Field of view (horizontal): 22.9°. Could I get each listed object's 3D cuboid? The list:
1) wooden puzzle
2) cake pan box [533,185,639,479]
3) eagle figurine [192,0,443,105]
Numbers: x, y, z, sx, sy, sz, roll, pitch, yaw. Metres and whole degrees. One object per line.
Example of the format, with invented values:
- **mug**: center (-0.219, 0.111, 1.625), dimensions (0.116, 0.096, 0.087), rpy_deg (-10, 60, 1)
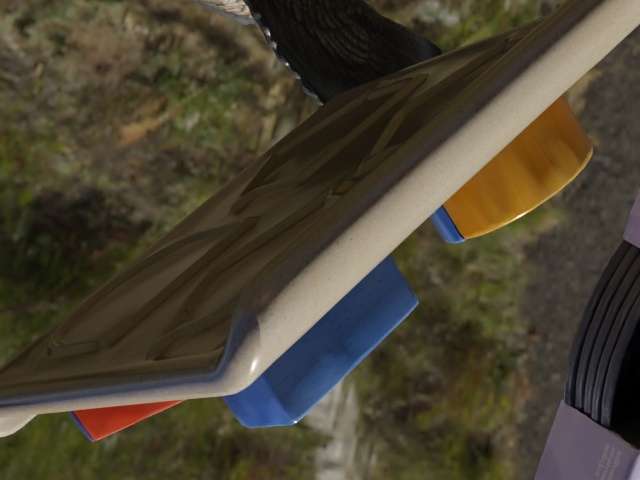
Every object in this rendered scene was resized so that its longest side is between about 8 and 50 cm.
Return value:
- **wooden puzzle**: center (0.000, 0.000, 0.818), dimensions (0.080, 0.322, 0.348), rpy_deg (54, 148, -9)
- **cake pan box**: center (0.257, 0.050, 0.954), dimensions (0.267, 0.246, 0.070), rpy_deg (-7, -151, -43)
- **eagle figurine**: center (-0.029, -0.208, 1.126), dimensions (0.225, 0.226, 0.298), rpy_deg (2, 131, 14)
